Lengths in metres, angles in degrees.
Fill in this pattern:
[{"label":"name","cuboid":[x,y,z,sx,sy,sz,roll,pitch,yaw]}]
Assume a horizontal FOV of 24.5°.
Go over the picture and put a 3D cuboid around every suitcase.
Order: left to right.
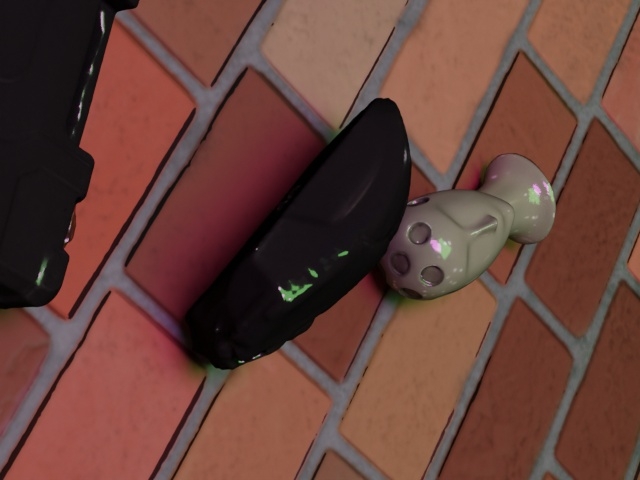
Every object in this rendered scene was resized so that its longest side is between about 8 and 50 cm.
[{"label":"suitcase","cuboid":[-0.180,-0.126,0.777,0.206,0.066,0.285,40,57,-55]}]

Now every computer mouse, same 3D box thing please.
[{"label":"computer mouse","cuboid":[0.000,0.000,0.931,0.073,0.122,0.217,41,55,-2]}]

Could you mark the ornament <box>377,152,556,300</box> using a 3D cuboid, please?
[{"label":"ornament","cuboid":[0.104,-0.009,1.053,0.156,0.081,0.074,-25,96,-46]}]
